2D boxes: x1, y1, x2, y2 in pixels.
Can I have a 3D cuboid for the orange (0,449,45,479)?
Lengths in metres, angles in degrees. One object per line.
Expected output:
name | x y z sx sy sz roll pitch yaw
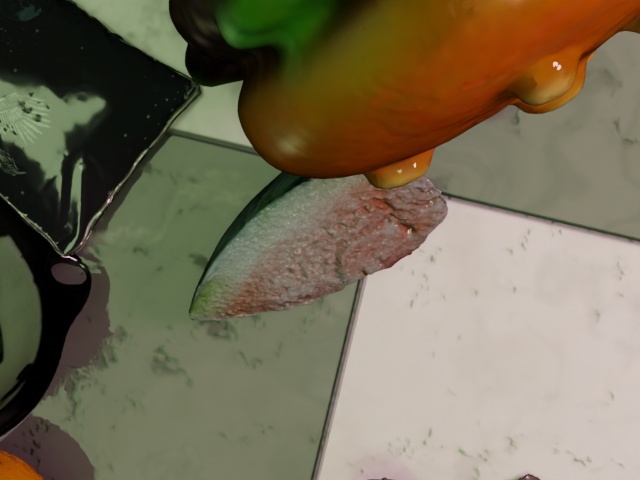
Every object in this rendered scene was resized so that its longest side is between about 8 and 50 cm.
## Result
orange | -0.222 0.189 1.054 0.135 0.117 0.136 5 111 13

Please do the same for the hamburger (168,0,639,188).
hamburger | 0.075 -0.203 0.906 0.395 0.396 0.277 -35 92 3

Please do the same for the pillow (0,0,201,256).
pillow | -0.197 -0.105 1.067 0.208 0.055 0.141 37 83 -1

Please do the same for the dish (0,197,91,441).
dish | -0.297 0.052 1.004 0.303 0.303 0.120 34 125 -1

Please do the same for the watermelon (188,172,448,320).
watermelon | -0.007 -0.006 1.063 0.180 0.081 0.094 -22 109 18

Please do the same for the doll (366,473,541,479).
doll | 0.133 0.240 1.071 0.286 0.091 0.203 -6 85 -8
